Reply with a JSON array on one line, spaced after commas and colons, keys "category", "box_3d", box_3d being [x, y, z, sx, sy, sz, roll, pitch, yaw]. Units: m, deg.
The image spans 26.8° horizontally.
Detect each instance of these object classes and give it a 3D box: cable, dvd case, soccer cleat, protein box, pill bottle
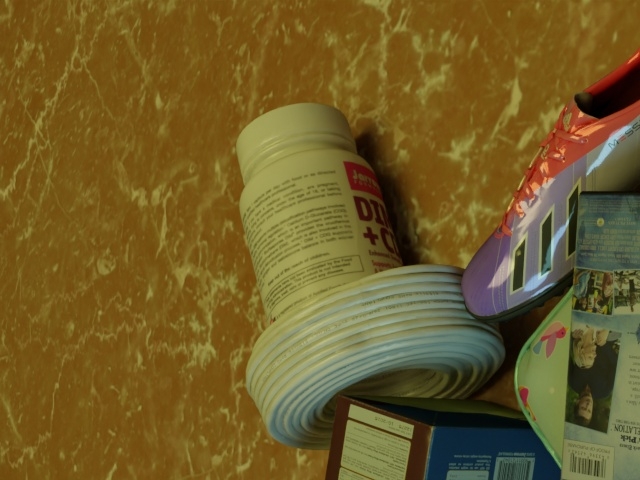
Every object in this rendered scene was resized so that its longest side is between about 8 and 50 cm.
[{"category": "cable", "box_3d": [0.053, 0.117, 1.317, 0.257, 0.257, 0.089, 81, 173, -64]}, {"category": "dvd case", "box_3d": [0.275, 0.087, 1.061, 0.180, 0.022, 0.253, 3, 88, 46]}, {"category": "soccer cleat", "box_3d": [0.223, -0.061, 1.179, 0.318, 0.116, 0.108, -45, 34, 15]}, {"category": "protein box", "box_3d": [0.117, 0.259, 1.259, 0.136, 0.200, 0.201, 12, 93, 52]}, {"category": "pill bottle", "box_3d": [0.000, 0.000, 1.486, 0.160, 0.160, 0.283, -41, 54, 40]}]

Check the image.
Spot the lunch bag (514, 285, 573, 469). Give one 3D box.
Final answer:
[{"category": "lunch bag", "box_3d": [0.303, 0.106, 1.125, 0.279, 0.108, 0.224, -54, 46, 31]}]
